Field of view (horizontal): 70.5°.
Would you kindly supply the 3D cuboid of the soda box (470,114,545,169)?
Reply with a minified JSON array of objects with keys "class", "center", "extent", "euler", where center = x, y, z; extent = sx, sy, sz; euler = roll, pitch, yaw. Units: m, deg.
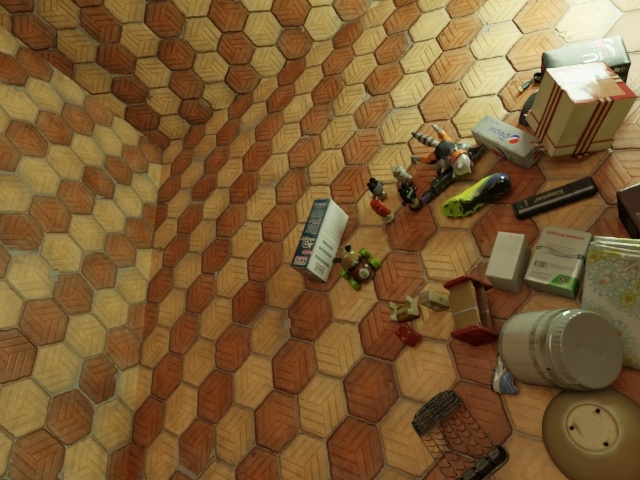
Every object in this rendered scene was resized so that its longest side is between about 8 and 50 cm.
[{"class":"soda box","center":[0.751,-0.400,1.829],"extent":[0.098,0.091,0.286],"euler":[-45,46,2]}]

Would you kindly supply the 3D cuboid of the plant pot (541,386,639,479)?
[{"class":"plant pot","center":[0.729,0.513,1.203],"extent":[0.284,0.191,0.284],"euler":[-18,54,27]}]

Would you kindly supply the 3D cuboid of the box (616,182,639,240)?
[{"class":"box","center":[1.026,-0.061,1.359],"extent":[0.167,0.168,0.203],"euler":[-23,52,24]}]

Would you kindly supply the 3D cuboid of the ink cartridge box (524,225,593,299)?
[{"class":"ink cartridge box","center":[0.795,0.070,1.504],"extent":[0.153,0.087,0.208],"euler":[16,74,42]}]

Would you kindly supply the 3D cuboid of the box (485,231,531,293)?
[{"class":"box","center":[0.655,0.076,1.573],"extent":[0.091,0.130,0.170],"euler":[10,69,39]}]

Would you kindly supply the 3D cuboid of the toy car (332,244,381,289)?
[{"class":"toy car","center":[0.133,0.091,1.908],"extent":[0.155,0.188,0.149],"euler":[-47,46,3]}]

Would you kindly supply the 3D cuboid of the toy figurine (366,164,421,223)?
[{"class":"toy figurine","center":[0.322,-0.201,1.993],"extent":[0.213,0.148,0.210],"euler":[-29,43,21]}]

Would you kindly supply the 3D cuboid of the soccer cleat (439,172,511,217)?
[{"class":"soccer cleat","center":[0.617,-0.178,1.811],"extent":[0.289,0.093,0.121],"euler":[-28,19,26]}]

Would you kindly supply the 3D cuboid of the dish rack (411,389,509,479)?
[{"class":"dish rack","center":[0.427,0.628,1.439],"extent":[0.208,0.074,0.271],"euler":[-42,45,6]}]

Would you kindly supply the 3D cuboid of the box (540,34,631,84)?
[{"class":"box","center":[1.002,-0.646,1.730],"extent":[0.270,0.143,0.165],"euler":[-7,58,20]}]

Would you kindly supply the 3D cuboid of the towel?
[{"class":"towel","center":[0.903,0.182,1.242],"extent":[0.320,0.090,0.375],"euler":[10,106,43]}]

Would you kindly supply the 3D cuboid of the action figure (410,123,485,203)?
[{"class":"action figure","center":[0.500,-0.340,1.925],"extent":[0.341,0.178,0.330],"euler":[-47,37,1]}]

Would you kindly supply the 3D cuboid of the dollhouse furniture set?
[{"class":"dollhouse furniture set","center":[0.434,0.284,1.625],"extent":[0.374,0.152,0.201],"euler":[-30,47,41]}]

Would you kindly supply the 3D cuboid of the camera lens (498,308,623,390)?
[{"class":"camera lens","center":[0.668,0.309,1.295],"extent":[0.274,0.219,0.219],"euler":[139,155,-71]}]

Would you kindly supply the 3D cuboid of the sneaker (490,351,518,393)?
[{"class":"sneaker","center":[0.611,0.390,1.454],"extent":[0.081,0.080,0.211],"euler":[10,79,33]}]

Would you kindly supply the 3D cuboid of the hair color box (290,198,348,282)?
[{"class":"hair color box","center":[0.000,0.000,2.074],"extent":[0.105,0.174,0.347],"euler":[3,64,38]}]

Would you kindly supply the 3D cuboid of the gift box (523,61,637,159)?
[{"class":"gift box","center":[0.892,-0.460,1.626],"extent":[0.276,0.258,0.255],"euler":[-5,52,1]}]

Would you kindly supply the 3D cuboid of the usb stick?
[{"class":"usb stick","center":[0.843,-0.152,1.637],"extent":[0.278,0.045,0.077],"euler":[-21,53,25]}]

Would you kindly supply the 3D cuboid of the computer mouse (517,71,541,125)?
[{"class":"computer mouse","center":[0.885,-0.603,1.880],"extent":[0.262,0.060,0.184],"euler":[-50,47,0]}]
